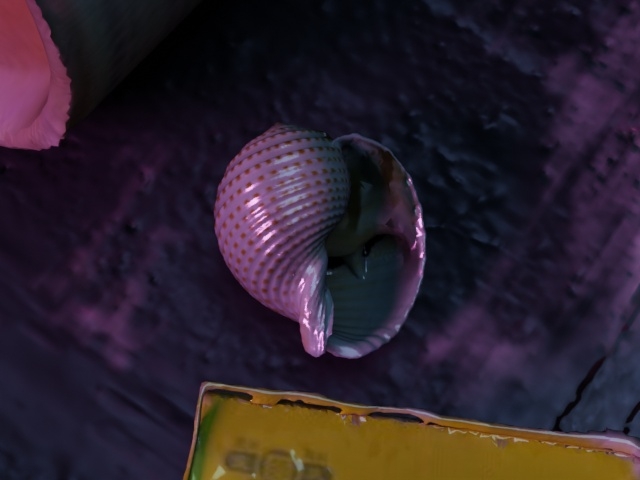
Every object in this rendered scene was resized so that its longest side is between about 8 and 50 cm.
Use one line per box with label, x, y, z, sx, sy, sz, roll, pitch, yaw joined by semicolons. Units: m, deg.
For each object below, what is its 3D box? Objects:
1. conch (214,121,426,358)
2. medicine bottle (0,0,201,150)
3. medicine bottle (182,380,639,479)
conch;-0.002;-0.001;0.596;0.076;0.056;0.085;-6;96;-28
medicine bottle;-0.047;-0.251;0.604;0.235;0.236;0.406;37;68;10
medicine bottle;0.013;0.180;0.469;0.137;0.141;0.250;8;64;1
